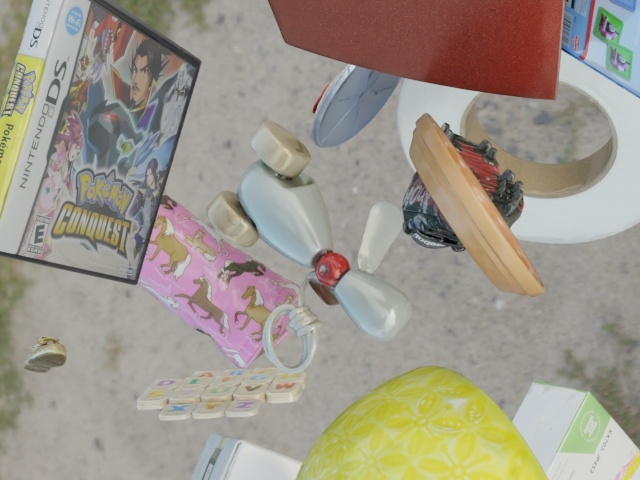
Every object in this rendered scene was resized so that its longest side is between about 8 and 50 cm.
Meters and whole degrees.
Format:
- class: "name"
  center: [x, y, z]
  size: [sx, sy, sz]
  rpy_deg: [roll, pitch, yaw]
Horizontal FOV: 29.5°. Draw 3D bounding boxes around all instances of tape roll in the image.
- class: "tape roll"
  center: [0.294, -0.155, 1.619]
  size: [0.392, 0.072, 0.392]
  rpy_deg: [11, 137, 11]

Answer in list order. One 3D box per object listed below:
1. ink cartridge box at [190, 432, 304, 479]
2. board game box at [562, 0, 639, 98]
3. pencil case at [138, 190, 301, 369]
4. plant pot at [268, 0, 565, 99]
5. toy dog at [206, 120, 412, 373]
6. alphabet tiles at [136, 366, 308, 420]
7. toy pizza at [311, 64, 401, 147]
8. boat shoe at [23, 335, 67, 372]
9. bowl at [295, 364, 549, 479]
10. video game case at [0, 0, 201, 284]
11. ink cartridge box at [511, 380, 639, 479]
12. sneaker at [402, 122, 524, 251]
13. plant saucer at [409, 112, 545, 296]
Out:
- class: "ink cartridge box"
  center: [-0.028, 0.285, 1.239]
  size: [0.278, 0.201, 0.117]
  rpy_deg: [144, 148, -77]
- class: "board game box"
  center: [0.254, -0.170, 0.869]
  size: [0.211, 0.039, 0.160]
  rpy_deg: [44, 147, 39]
- class: "pencil case"
  center: [-0.208, 0.030, 1.778]
  size: [0.386, 0.167, 0.160]
  rpy_deg: [36, 114, 2]
- class: "plant pot"
  center: [0.073, -0.280, 0.979]
  size: [0.236, 0.267, 0.267]
  rpy_deg: [-1, 73, 8]
- class: "toy dog"
  center: [0.000, 0.000, 1.615]
  size: [0.220, 0.161, 0.333]
  rpy_deg: [-30, 77, 26]
- class: "alphabet tiles"
  center: [-0.169, 0.260, 2.113]
  size: [0.284, 0.278, 0.021]
  rpy_deg: [-4, 98, 9]
- class: "toy pizza"
  center: [0.052, -0.218, 1.739]
  size: [0.032, 0.201, 0.201]
  rpy_deg: [41, 123, 18]
- class: "boat shoe"
  center: [-0.408, 0.164, 1.800]
  size: [0.135, 0.050, 0.045]
  rpy_deg: [-24, 54, 57]
- class: "bowl"
  center: [0.045, 0.243, 0.820]
  size: [0.289, 0.156, 0.289]
  rpy_deg: [165, 90, -69]
- class: "video game case"
  center: [-0.213, -0.092, 1.149]
  size: [0.035, 0.275, 0.248]
  rpy_deg: [15, 87, 21]
- class: "ink cartridge box"
  center: [0.416, 0.404, 1.879]
  size: [0.119, 0.353, 0.207]
  rpy_deg: [4, 55, 51]
- class: "sneaker"
  center: [0.156, -0.036, 1.376]
  size: [0.276, 0.098, 0.135]
  rpy_deg: [-98, 32, -71]
- class: "plant saucer"
  center: [0.140, -0.027, 1.132]
  size: [0.037, 0.200, 0.200]
  rpy_deg: [-33, 68, 9]
